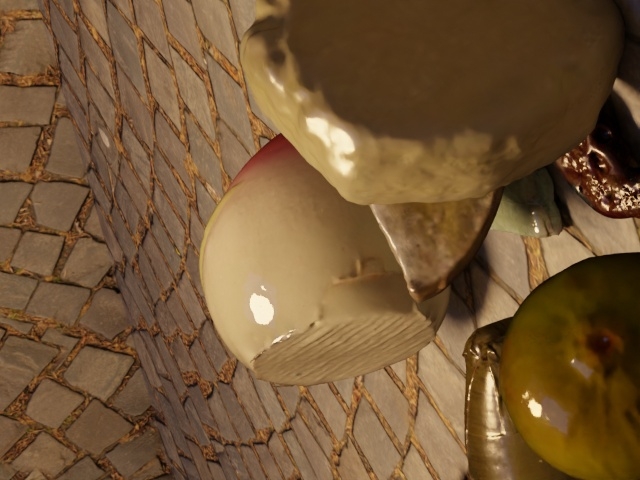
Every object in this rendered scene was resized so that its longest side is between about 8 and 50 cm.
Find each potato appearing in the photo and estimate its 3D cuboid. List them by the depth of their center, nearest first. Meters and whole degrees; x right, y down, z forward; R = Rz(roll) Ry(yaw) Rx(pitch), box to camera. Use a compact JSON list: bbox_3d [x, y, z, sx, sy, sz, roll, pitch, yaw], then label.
[{"bbox_3d":[0.126,-0.094,1.702,0.264,0.189,0.211,64,-174,9],"label":"potato"}]

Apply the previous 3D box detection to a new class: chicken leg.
[{"bbox_3d":[0.263,-0.067,1.513,0.253,0.051,0.106,42,146,47],"label":"chicken leg"}]

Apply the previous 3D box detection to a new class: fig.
[{"bbox_3d":[0.263,0.109,1.527,0.207,0.207,0.230,65,-163,3],"label":"fig"}]

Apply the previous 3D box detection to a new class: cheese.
[{"bbox_3d":[0.097,-0.175,1.500,0.115,0.326,0.318,82,-165,-57],"label":"cheese"}]

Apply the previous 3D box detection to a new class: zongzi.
[{"bbox_3d":[0.208,0.200,1.901,0.300,0.145,0.274,-144,38,-76],"label":"zongzi"}]

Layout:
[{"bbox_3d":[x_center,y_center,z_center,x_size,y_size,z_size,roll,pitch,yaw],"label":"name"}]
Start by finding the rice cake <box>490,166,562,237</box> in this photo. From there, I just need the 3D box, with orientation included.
[{"bbox_3d":[0.179,-0.061,1.782,0.211,0.038,0.124,21,133,65],"label":"rice cake"}]

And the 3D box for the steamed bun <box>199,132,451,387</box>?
[{"bbox_3d":[0.000,0.000,2.018,0.309,0.309,0.309,55,160,32],"label":"steamed bun"}]
